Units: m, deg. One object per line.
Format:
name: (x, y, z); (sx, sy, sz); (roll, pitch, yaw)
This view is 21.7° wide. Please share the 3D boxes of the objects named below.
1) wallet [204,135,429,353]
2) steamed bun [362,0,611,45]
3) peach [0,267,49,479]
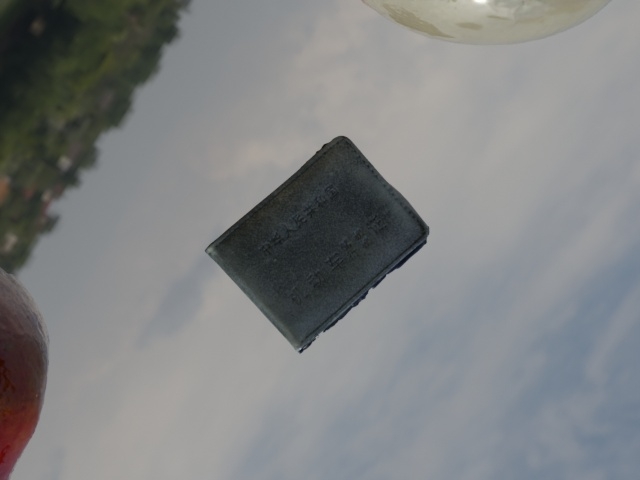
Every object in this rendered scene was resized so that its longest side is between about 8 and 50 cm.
wallet: (0.000, -0.001, 1.906); (0.222, 0.167, 0.036); (-40, 177, -19)
steamed bun: (0.134, -0.353, 1.602); (0.241, 0.374, 0.374); (-33, -155, 59)
peach: (-0.507, 0.199, 1.976); (0.335, 0.406, 0.310); (-22, -100, 58)
